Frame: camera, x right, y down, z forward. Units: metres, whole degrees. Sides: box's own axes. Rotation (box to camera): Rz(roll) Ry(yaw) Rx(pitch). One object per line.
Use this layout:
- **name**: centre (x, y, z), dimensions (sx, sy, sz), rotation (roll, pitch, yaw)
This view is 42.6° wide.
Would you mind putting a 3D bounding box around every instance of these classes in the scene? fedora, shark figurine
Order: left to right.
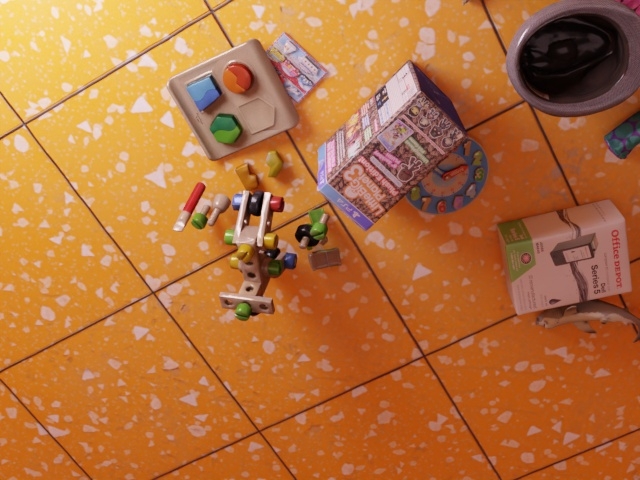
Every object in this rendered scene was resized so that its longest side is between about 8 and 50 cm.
- **fedora**: centre (0.521, -0.385, 1.687), dimensions (0.275, 0.124, 0.244), rotation (-12, 115, 16)
- **shark figurine**: centre (0.673, 0.157, 1.984), dimensions (0.278, 0.116, 0.166), rotation (4, 151, 7)

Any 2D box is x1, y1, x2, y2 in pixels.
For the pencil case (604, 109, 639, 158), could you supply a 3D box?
- **pencil case**: centre (0.699, -0.242, 1.794), dimensions (0.151, 0.064, 0.070), rotation (-37, 95, 18)

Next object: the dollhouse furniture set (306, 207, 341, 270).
- **dollhouse furniture set**: centre (0.000, 0.000, 1.944), dimensions (0.076, 0.059, 0.152), rotation (-13, 136, -1)

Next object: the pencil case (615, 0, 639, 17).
- **pencil case**: centre (0.686, -0.456, 1.672), dimensions (0.209, 0.095, 0.098), rotation (31, 148, -17)

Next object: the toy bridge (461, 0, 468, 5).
- **toy bridge**: centre (0.348, -0.553, 1.658), dimensions (0.063, 0.026, 0.188), rotation (32, 113, -16)

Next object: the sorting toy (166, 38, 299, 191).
- **sorting toy**: centre (-0.168, -0.259, 1.795), dimensions (0.229, 0.041, 0.307), rotation (-22, 115, 15)

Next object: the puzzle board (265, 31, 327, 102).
- **puzzle board**: centre (-0.063, -0.369, 1.761), dimensions (0.128, 0.011, 0.096), rotation (40, 111, -18)

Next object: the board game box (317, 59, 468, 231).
- **board game box**: centre (0.141, -0.202, 1.723), dimensions (0.141, 0.232, 0.291), rotation (40, 111, -19)

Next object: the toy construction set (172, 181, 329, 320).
- **toy construction set**: centre (-0.182, 0.031, 1.810), dimensions (0.308, 0.237, 0.257), rotation (25, 144, -3)

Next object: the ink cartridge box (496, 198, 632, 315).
- **ink cartridge box**: centre (0.567, 0.039, 1.909), dimensions (0.272, 0.115, 0.198), rotation (-13, 116, 7)

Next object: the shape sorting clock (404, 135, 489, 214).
- **shape sorting clock**: centre (0.280, -0.147, 1.846), dimensions (0.206, 0.040, 0.206), rotation (-4, 117, -8)
